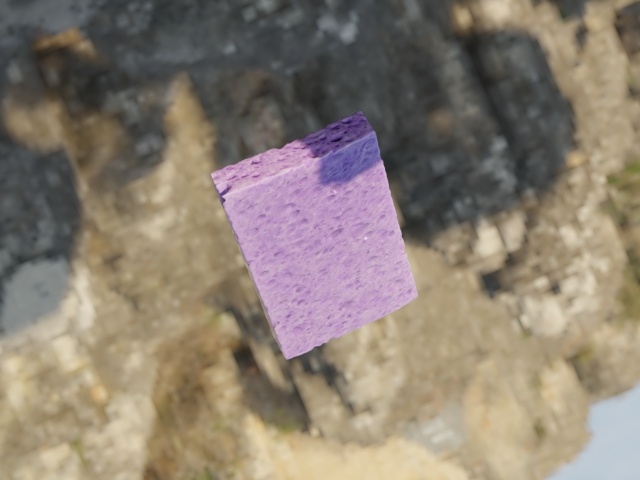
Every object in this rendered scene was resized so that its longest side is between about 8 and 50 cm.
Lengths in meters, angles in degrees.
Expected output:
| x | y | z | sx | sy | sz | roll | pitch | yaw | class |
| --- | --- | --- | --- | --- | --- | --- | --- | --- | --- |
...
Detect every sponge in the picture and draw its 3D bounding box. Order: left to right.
| x | y | z | sx | sy | sz | roll | pitch | yaw | class |
| --- | --- | --- | --- | --- | --- | --- | --- | --- | --- |
| 0.000 | 0.000 | 1.293 | 0.117 | 0.031 | 0.210 | -25 | 142 | -5 | sponge |
